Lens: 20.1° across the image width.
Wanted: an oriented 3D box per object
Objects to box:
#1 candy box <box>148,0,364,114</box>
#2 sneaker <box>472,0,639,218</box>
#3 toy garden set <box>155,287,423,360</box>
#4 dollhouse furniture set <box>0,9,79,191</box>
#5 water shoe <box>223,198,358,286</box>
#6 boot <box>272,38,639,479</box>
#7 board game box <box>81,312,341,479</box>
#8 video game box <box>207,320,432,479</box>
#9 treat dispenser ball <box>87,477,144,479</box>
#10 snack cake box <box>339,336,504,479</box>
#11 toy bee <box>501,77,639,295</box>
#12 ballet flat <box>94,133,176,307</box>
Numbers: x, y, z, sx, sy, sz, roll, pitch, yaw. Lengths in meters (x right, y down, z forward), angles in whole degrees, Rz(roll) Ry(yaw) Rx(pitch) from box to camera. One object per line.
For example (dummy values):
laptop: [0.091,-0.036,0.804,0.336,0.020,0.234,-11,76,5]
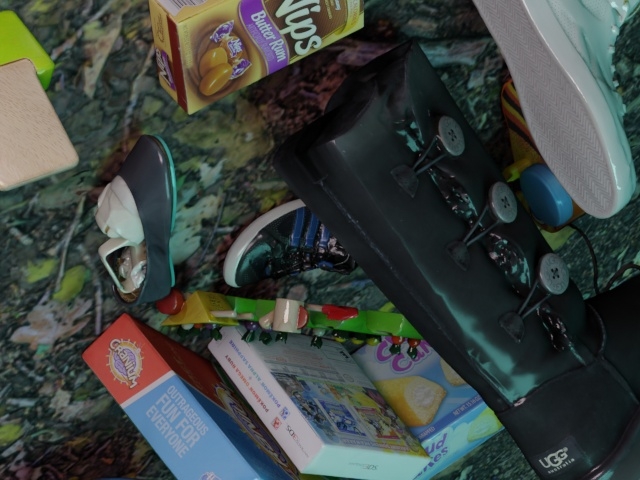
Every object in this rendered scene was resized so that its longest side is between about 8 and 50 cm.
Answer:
candy box: [-0.051,-0.196,1.544,0.187,0.053,0.109,-30,145,-20]
sneaker: [0.264,-0.181,1.711,0.169,0.292,0.108,-26,-176,-29]
toy garden set: [-0.019,0.085,1.748,0.204,0.244,0.049,11,84,-52]
dollhouse furniture set: [-0.294,-0.009,1.331,0.198,0.151,0.301,-22,164,-27]
water shoe: [0.000,0.000,1.803,0.203,0.080,0.073,-28,145,-20]
boot: [0.182,-0.004,1.753,0.146,0.445,0.367,-35,-169,33]
board game box: [-0.078,0.216,1.828,0.064,0.242,0.316,-46,148,4]
video game box: [0.001,0.172,1.909,0.048,0.187,0.205,-52,146,16]
treat dispenser ball: [-0.211,0.386,1.845,0.288,0.288,0.288,-27,145,-21]
snack cake box: [0.116,0.176,2.068,0.264,0.152,0.089,-33,146,-15]
toy bee: [0.239,-0.066,1.944,0.195,0.162,0.298,-11,112,-27]
ballet flat: [-0.167,-0.009,1.629,0.074,0.074,0.203,-26,147,-23]
